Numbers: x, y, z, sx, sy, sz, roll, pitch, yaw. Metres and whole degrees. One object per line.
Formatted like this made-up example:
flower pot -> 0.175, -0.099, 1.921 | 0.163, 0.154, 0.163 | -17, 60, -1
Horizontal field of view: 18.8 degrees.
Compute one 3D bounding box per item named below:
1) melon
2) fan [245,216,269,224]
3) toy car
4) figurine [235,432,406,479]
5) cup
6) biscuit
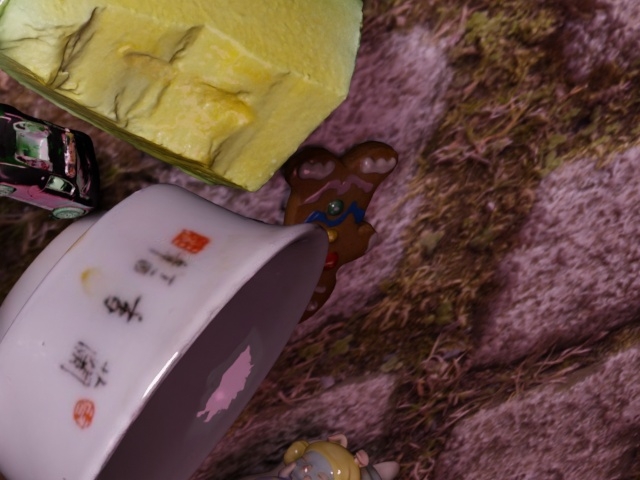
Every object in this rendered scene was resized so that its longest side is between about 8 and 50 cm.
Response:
melon -> -0.123, -0.147, 1.412 | 0.323, 0.124, 0.196 | 21, 113, -44
fan -> -0.137, 0.075, 1.743 | 0.294, 0.012, 0.223 | -27, 144, -17
toy car -> -0.209, -0.061, 1.457 | 0.055, 0.069, 0.142 | -15, 161, 29
figurine -> 0.007, 0.263, 1.998 | 0.236, 0.127, 0.155 | -25, 134, -27
cup -> -0.158, 0.087, 1.554 | 0.347, 0.163, 0.347 | -51, 168, -16
biscuit -> 0.000, 0.000, 1.757 | 0.138, 0.031, 0.205 | -9, 134, -39
